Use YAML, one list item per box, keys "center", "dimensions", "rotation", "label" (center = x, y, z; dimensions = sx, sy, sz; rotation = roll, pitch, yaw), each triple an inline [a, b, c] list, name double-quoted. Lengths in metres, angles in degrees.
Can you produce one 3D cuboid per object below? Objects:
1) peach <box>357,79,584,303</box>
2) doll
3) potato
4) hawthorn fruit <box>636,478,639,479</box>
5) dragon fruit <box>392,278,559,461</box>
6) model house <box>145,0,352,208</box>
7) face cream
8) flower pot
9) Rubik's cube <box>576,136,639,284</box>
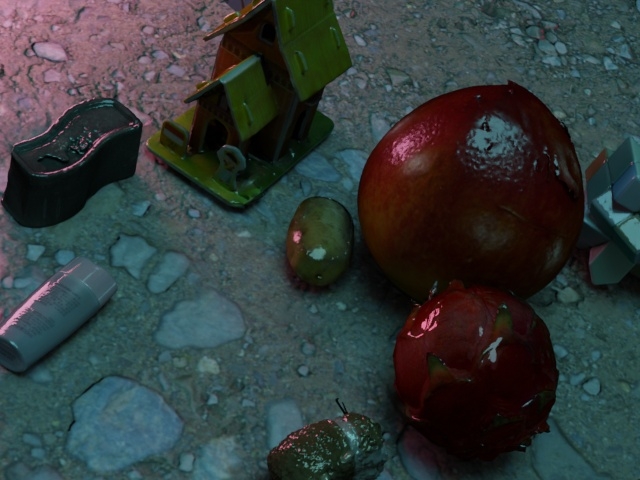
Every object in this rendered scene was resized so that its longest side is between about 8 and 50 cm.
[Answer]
- center: [0.236, -0.071, 1.875]
  dimensions: [0.370, 0.370, 0.370]
  rotation: [10, 46, -11]
  label: "peach"
- center: [-0.007, 0.298, 1.617]
  dimensions: [0.221, 0.105, 0.115]
  rotation: [-30, 64, -38]
  label: "doll"
- center: [0.000, 0.000, 1.920]
  dimensions: [0.107, 0.080, 0.170]
  rotation: [11, 41, -9]
  label: "potato"
- center: [0.480, 0.393, 1.650]
  dimensions: [0.211, 0.211, 0.299]
  rotation: [31, 32, 10]
  label: "hawthorn fruit"
- center: [0.217, 0.184, 1.729]
  dimensions: [0.241, 0.241, 0.252]
  rotation: [18, 76, -3]
  label: "dragon fruit"
- center: [-0.141, -0.306, 1.986]
  dimensions: [0.340, 0.324, 0.300]
  rotation: [35, 45, 13]
  label: "model house"
- center: [-0.369, 0.100, 1.709]
  dimensions: [0.084, 0.057, 0.198]
  rotation: [33, 44, 11]
  label: "face cream"
- center: [-0.376, -0.121, 1.879]
  dimensions: [0.103, 0.108, 0.229]
  rotation: [35, 45, 15]
  label: "flower pot"
- center: [0.530, -0.029, 2.064]
  dimensions: [0.224, 0.213, 0.265]
  rotation: [30, 32, -11]
  label: "Rubik's cube"
